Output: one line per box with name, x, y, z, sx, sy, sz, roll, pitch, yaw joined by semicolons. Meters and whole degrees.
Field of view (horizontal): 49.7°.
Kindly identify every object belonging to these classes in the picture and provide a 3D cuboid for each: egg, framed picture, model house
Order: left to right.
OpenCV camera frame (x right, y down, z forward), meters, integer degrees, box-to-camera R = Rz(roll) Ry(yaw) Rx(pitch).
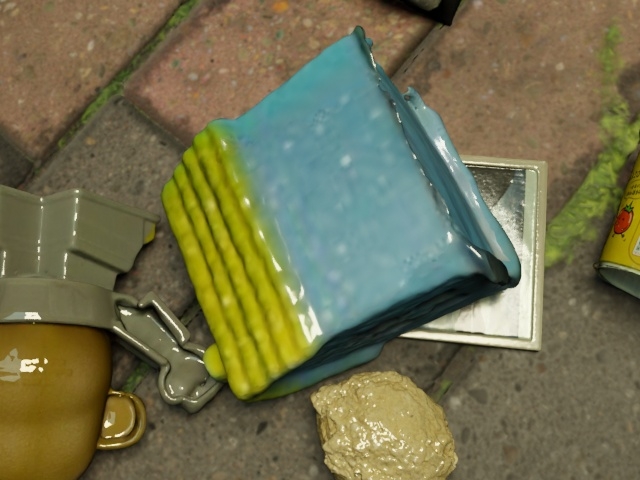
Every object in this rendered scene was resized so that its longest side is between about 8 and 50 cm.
model house;0.000;0.000;0.641;0.303;0.215;0.237;-29;72;13
egg;0.057;0.180;0.639;0.140;0.118;0.116;34;98;20
framed picture;0.158;0.008;0.723;0.150;0.015;0.203;6;77;6

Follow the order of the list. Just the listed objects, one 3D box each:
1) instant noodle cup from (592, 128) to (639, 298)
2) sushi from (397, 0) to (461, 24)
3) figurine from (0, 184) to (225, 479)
instant noodle cup;0.351;-0.007;0.636;0.182;0.182;0.144;28;89;11
sushi;0.124;-0.392;0.778;0.109;0.134;0.273;23;89;41
figurine;-0.273;0.100;0.662;0.342;0.167;0.285;-6;74;7
